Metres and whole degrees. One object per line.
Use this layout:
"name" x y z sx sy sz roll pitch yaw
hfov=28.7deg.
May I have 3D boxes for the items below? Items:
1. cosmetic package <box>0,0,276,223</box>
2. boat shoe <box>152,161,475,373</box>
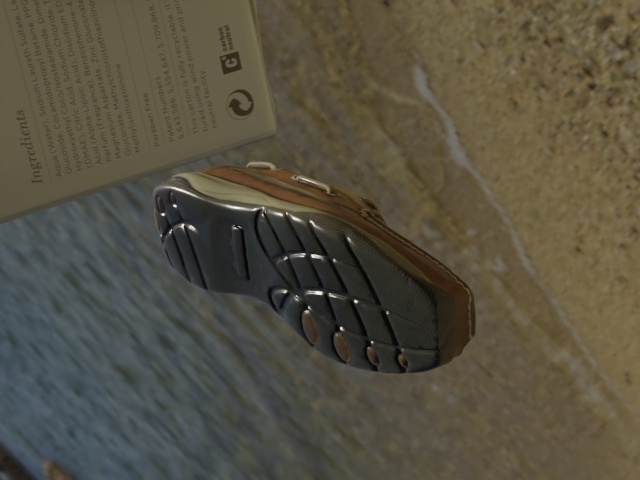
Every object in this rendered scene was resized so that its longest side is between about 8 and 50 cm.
"cosmetic package" -0.247 -0.088 0.725 0.217 0.385 0.156 15 119 56
"boat shoe" 0.000 0.000 1.013 0.324 0.120 0.123 25 129 39
